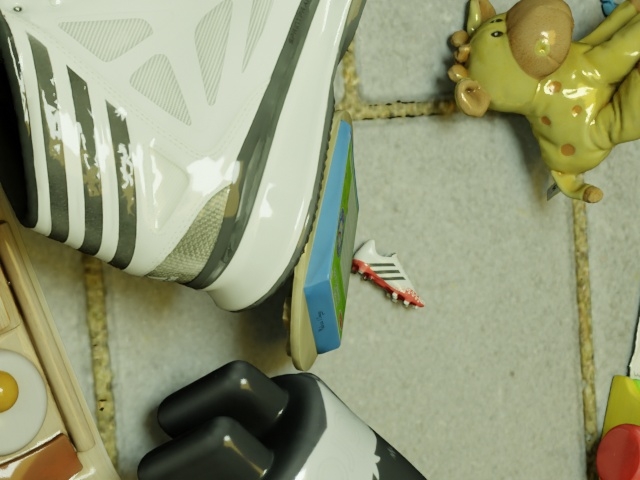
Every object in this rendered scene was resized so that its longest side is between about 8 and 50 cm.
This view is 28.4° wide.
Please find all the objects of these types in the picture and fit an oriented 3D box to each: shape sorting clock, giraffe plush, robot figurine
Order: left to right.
[{"bbox_3d":[-0.011,0.217,0.981,0.278,0.173,0.209,44,73,-24],"label":"robot figurine"},{"bbox_3d":[0.000,0.000,0.984,0.040,0.206,0.206,5,88,7],"label":"shape sorting clock"},{"bbox_3d":[0.205,-0.152,1.124,0.170,0.181,0.210,30,111,-18],"label":"giraffe plush"}]

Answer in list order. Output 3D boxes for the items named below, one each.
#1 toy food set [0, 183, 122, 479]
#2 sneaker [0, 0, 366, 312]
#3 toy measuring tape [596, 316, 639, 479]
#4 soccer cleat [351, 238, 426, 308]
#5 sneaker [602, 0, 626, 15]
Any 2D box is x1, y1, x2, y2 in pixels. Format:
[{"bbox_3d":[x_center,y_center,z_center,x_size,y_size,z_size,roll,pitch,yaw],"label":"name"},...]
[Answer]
[{"bbox_3d":[-0.266,0.106,0.867,0.220,0.092,0.306,-25,104,-28],"label":"toy food set"},{"bbox_3d":[-0.108,-0.195,0.887,0.257,0.169,0.447,19,69,-27],"label":"sneaker"},{"bbox_3d":[0.341,0.156,1.221,0.121,0.121,0.330,16,83,-30],"label":"toy measuring tape"},{"bbox_3d":[0.064,0.030,1.101,0.083,0.029,0.035,34,79,-22],"label":"soccer cleat"},{"bbox_3d":[0.322,-0.204,1.217,0.071,0.083,0.190,-5,93,-29],"label":"sneaker"}]
